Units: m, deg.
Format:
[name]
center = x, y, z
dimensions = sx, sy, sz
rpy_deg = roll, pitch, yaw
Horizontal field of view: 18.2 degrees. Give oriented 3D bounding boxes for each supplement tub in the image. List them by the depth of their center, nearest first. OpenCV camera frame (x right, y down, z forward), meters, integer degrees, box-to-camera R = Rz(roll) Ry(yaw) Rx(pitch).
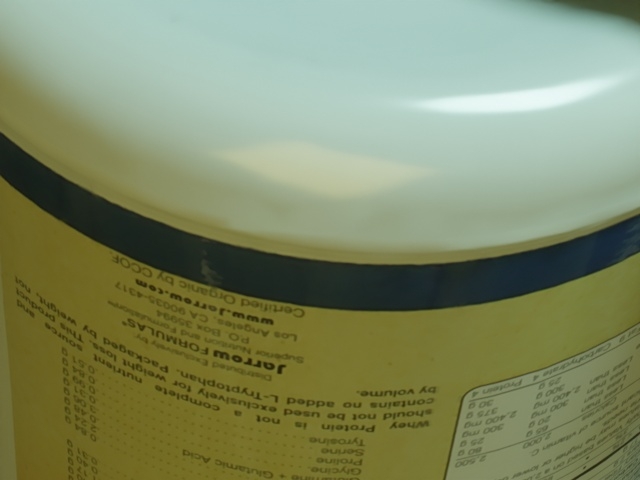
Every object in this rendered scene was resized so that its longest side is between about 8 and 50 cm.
[supplement tub]
center = 0.000, 0.000, 0.580
dimensions = 0.228, 0.228, 0.316
rpy_deg = 8, 139, 1
